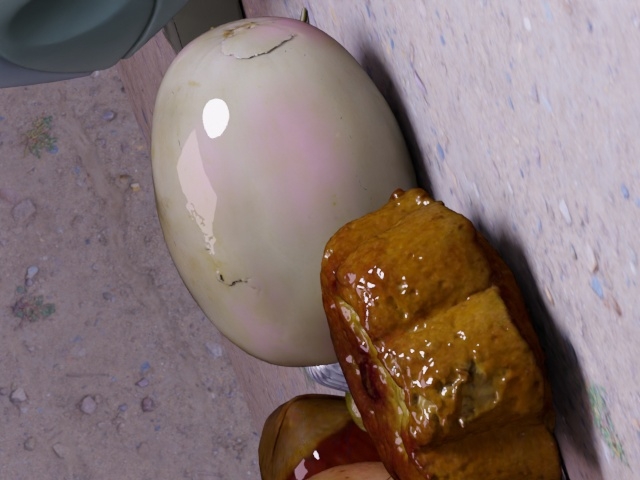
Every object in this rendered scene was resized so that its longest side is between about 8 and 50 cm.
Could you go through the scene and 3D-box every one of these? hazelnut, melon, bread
[{"bbox_3d":[0.030,0.262,2.163,0.212,0.181,0.181,-141,61,-71],"label":"hazelnut"},{"bbox_3d":[-0.026,-0.036,1.634,0.223,0.223,0.317,-129,20,-64],"label":"melon"},{"bbox_3d":[0.093,0.080,1.430,0.232,0.135,0.247,164,85,-77],"label":"bread"}]

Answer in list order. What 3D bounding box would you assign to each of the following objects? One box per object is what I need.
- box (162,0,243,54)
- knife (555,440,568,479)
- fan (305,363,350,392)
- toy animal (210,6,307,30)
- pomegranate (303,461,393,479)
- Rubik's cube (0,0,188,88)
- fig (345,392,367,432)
[{"bbox_3d":[-0.158,-0.326,2.223,0.129,0.086,0.225,-125,17,-57],"label":"box"},{"bbox_3d":[0.199,0.243,1.531,0.060,0.028,0.230,25,132,61],"label":"knife"},{"bbox_3d":[0.049,0.078,1.844,0.244,0.074,0.130,162,120,-71],"label":"fan"},{"bbox_3d":[-0.068,-0.173,1.894,0.219,0.095,0.155,-82,8,-48],"label":"toy animal"},{"bbox_3d":[0.064,0.334,1.656,0.338,0.338,0.338,160,90,-81],"label":"pomegranate"},{"bbox_3d":[-0.304,-0.366,1.831,0.351,0.347,0.352,-35,73,44],"label":"Rubik's cube"},{"bbox_3d":[0.071,0.162,1.950,0.098,0.082,0.084,38,104,53],"label":"fig"}]
